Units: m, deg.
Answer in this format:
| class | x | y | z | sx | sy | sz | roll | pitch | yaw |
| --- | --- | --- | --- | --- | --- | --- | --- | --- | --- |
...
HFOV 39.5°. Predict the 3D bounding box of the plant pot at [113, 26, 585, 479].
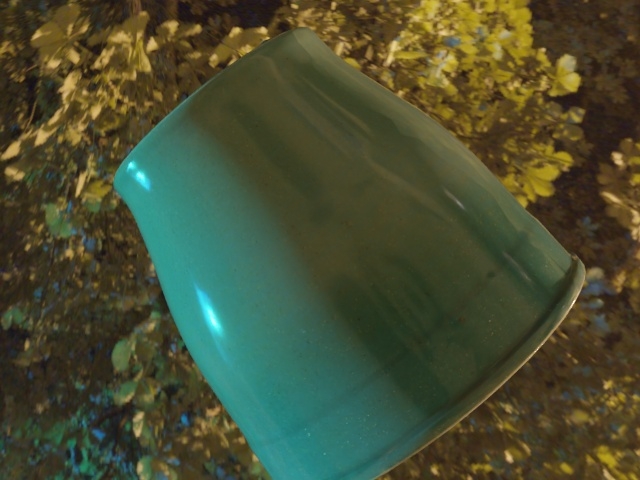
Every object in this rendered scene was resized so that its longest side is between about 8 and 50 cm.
| class | x | y | z | sx | sy | sz | roll | pitch | yaw |
| --- | --- | --- | --- | --- | --- | --- | --- | --- | --- |
| plant pot | 0.000 | 0.000 | 0.639 | 0.272 | 0.271 | 0.255 | -38 | -87 | 1 |
